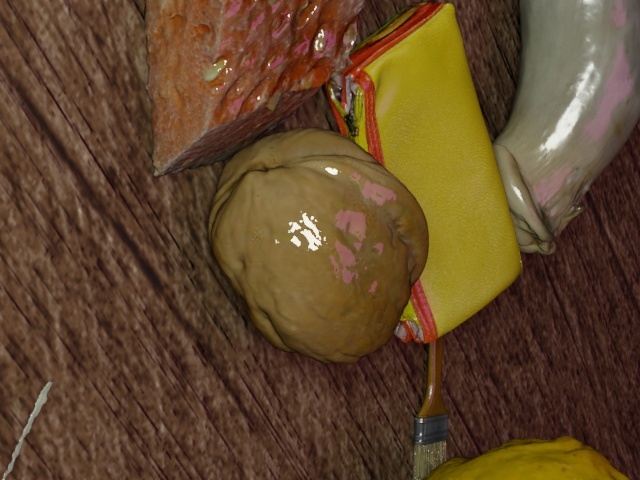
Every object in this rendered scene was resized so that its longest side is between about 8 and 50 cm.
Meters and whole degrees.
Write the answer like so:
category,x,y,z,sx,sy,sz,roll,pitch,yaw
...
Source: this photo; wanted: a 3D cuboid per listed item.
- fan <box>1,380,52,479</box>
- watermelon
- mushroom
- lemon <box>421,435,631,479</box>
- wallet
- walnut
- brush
category,x,y,z,sx,sy,sz,roll,pitch,yaw
fan,-0.225,0.218,1.107,0.182,0.010,0.310,50,58,-48
watermelon,-0.041,-0.159,1.248,0.193,0.140,0.256,6,98,-49
mushroom,0.212,-0.186,1.598,0.177,0.126,0.397,-2,98,-46
lemon,0.158,0.306,1.462,0.297,0.297,0.297,-14,107,-55
wallet,0.074,-0.049,1.475,0.141,0.067,0.241,-38,122,-41
walnut,0.000,0.000,1.296,0.166,0.149,0.166,49,28,-38
brush,0.092,0.120,1.569,0.043,0.014,0.170,-4,97,-54
